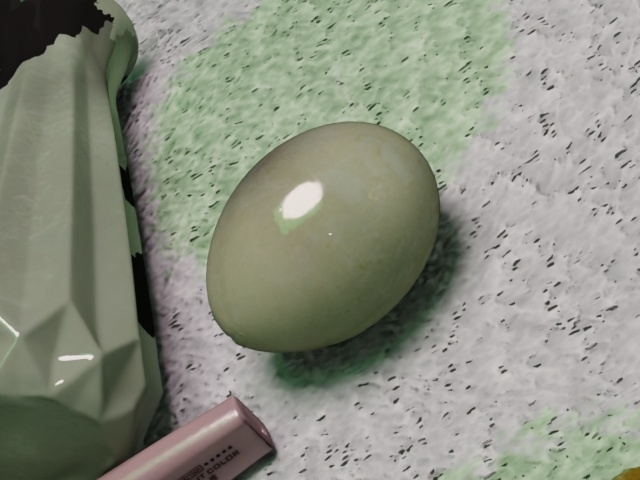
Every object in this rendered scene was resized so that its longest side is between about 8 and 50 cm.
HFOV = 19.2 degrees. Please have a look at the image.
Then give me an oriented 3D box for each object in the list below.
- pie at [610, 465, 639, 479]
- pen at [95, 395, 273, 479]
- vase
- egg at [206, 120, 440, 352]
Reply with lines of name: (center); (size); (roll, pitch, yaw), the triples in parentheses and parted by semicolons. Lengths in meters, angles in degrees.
pie: (0.174, 0.176, 0.774); (0.371, 0.078, 0.296); (-46, 22, -26)
pen: (-0.118, 0.157, 1.086); (0.197, 0.053, 0.032); (-35, 42, 9)
vase: (-0.179, -0.008, 1.195); (0.165, 0.165, 0.360); (-24, 43, 20)
egg: (0.000, 0.000, 1.077); (0.152, 0.114, 0.114); (-46, 43, 4)
